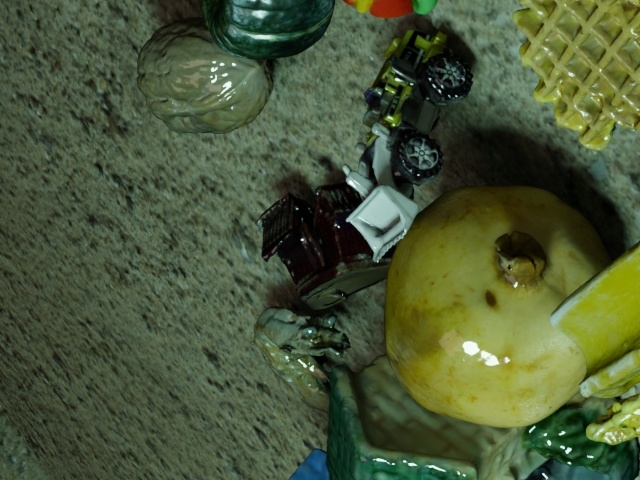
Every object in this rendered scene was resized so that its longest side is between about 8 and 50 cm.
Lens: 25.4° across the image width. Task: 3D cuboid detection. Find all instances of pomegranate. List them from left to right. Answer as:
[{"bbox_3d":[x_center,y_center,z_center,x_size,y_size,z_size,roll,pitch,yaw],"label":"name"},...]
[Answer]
[{"bbox_3d":[0.203,0.080,1.672,0.307,0.307,0.307,33,139,35],"label":"pomegranate"}]

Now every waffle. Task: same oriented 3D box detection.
[{"bbox_3d":[0.316,-0.186,1.502,0.253,0.056,0.249,26,146,36],"label":"waffle"},{"bbox_3d":[0.420,0.173,1.514,0.238,0.243,0.058,-37,57,55],"label":"waffle"}]

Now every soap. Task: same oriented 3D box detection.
[{"bbox_3d":[0.404,0.038,1.410,0.143,0.259,0.281,64,148,17],"label":"soap"}]

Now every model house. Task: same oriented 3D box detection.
[{"bbox_3d":[0.010,-0.002,2.050,0.203,0.141,0.164,-27,72,39],"label":"model house"},{"bbox_3d":[0.147,0.372,1.884,0.395,0.400,0.445,41,142,32],"label":"model house"}]

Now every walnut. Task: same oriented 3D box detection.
[{"bbox_3d":[-0.159,-0.236,2.039,0.230,0.178,0.178,-1,114,49],"label":"walnut"}]

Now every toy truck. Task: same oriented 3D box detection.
[{"bbox_3d":[0.092,-0.122,1.708,0.111,0.285,0.136,23,153,-9],"label":"toy truck"}]

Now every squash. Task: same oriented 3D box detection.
[{"bbox_3d":[-0.075,-0.350,1.789,0.252,0.165,0.252,166,90,-81],"label":"squash"}]

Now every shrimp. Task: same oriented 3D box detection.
[{"bbox_3d":[0.001,0.196,2.199,0.247,0.085,0.360,47,160,-1],"label":"shrimp"}]

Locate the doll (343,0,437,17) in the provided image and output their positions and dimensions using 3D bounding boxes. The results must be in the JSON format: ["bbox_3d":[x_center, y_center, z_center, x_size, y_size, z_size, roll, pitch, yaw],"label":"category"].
[{"bbox_3d":[0.098,-0.391,1.565,0.182,0.160,0.363,58,148,18],"label":"doll"}]
